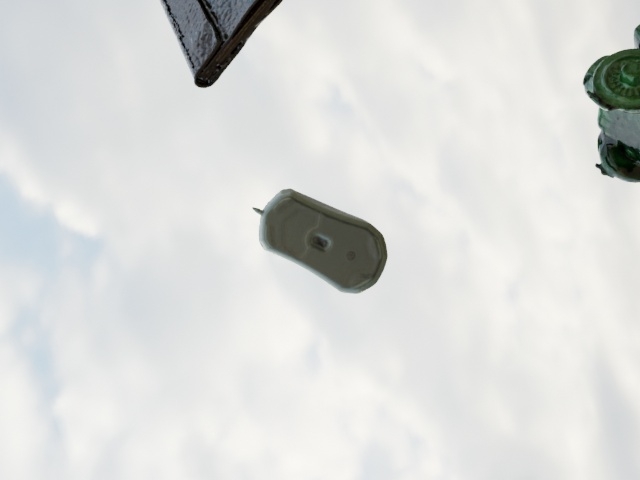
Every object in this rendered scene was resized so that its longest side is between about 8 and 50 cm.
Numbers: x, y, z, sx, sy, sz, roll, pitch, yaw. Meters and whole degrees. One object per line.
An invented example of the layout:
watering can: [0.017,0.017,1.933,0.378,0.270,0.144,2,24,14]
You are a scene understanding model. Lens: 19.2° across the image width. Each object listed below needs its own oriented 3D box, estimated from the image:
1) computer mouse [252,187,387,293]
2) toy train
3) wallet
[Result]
computer mouse: [0.000,0.000,2.251,0.089,0.181,0.056,-66,-16,2]
toy train: [0.401,-0.127,1.950,0.266,0.202,0.145,45,163,34]
wallet: [-0.110,-0.265,1.900,0.039,0.133,0.243,34,-160,-34]
